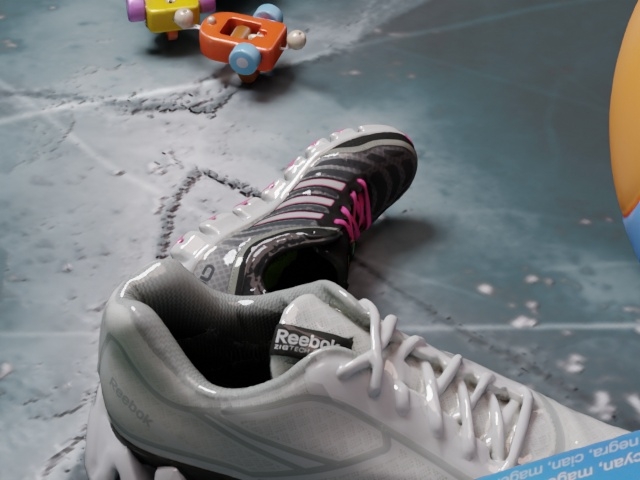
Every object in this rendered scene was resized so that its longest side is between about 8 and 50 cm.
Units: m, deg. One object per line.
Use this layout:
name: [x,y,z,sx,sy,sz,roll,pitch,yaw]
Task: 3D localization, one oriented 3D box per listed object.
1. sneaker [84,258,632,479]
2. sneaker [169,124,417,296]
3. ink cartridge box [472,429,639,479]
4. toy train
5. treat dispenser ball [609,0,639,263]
sneaker: [0.032,0.085,0.739,0.292,0.118,0.110,11,37,11]
sneaker: [0.000,0.000,0.896,0.170,0.063,0.075,-34,48,-30]
ink cartridge box: [0.118,0.196,0.502,0.168,0.171,0.233,-20,33,22]
toy train: [-0.058,-0.156,1.116,0.125,0.046,0.166,9,41,9]
treat dispenser ball: [0.278,-0.052,0.778,0.288,0.288,0.288,0,37,0]
